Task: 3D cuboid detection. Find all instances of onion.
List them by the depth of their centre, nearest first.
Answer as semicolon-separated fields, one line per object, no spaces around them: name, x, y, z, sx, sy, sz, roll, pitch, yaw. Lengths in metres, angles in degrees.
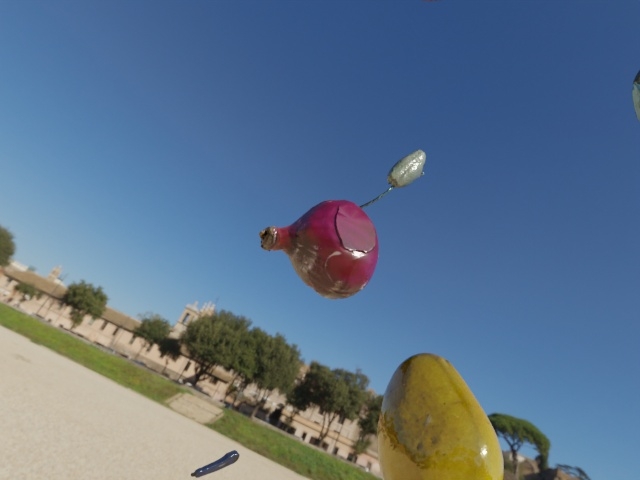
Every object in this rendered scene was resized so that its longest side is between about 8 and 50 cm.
onion;0.000;0.000;0.764;0.218;0.195;0.140;16;-43;-18

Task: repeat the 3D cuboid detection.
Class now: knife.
knife;-0.257;0.552;1.033;0.018;0.121;0.031;32;-56;49

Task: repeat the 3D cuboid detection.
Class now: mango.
mango;0.132;0.220;0.483;0.137;0.195;0.098;-23;-55;28

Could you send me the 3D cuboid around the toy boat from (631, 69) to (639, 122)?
toy boat;0.625;-0.245;0.751;0.185;0.077;0.075;56;9;-9

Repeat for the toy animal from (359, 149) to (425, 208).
toy animal;0.186;-0.146;1.082;0.070;0.253;0.079;42;-14;26
